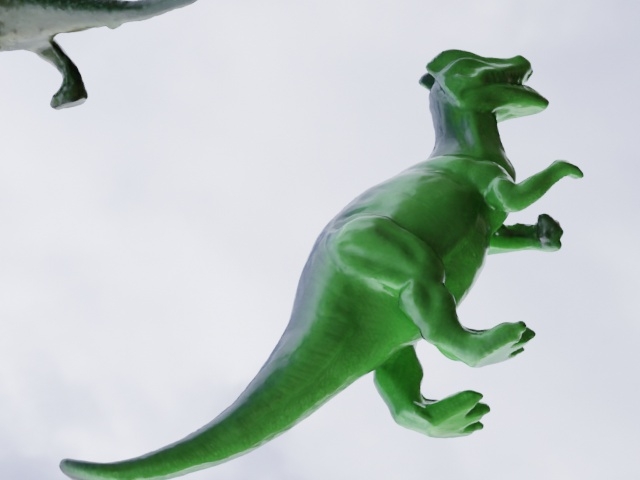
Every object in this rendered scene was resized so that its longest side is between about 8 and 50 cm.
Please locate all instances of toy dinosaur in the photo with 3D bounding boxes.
[{"bbox_3d":[-0.308,-0.230,1.199,0.087,0.447,0.301,-5,-99,-70],"label":"toy dinosaur"},{"bbox_3d":[0.000,0.000,1.326,0.500,0.144,0.374,-9,-123,-9],"label":"toy dinosaur"}]
